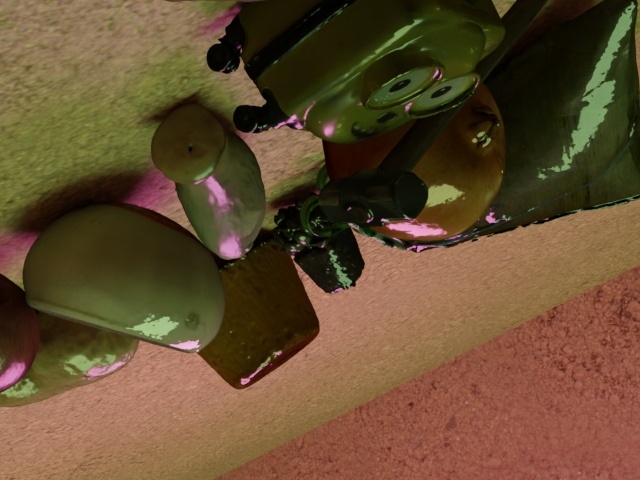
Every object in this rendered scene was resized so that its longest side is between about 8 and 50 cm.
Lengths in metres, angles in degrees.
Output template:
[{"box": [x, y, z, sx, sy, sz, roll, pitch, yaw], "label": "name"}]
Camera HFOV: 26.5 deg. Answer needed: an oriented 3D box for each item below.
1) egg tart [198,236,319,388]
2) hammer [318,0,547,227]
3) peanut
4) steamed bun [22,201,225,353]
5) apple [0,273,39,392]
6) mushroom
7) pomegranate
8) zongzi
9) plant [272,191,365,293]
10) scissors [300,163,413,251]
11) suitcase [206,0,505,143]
[{"box": [-0.102, 0.101, 1.925, 0.215, 0.171, 0.215, -37, 172, -6], "label": "egg tart"}, {"box": [0.137, -0.149, 1.355, 0.111, 0.043, 0.365, -3, -139, 52], "label": "hammer"}, {"box": [-0.363, 0.146, 1.805, 0.253, 0.122, 0.137, -21, 165, 12], "label": "peanut"}, {"box": [-0.215, 0.034, 1.536, 0.231, 0.145, 0.232, 15, 173, 2], "label": "steamed bun"}, {"box": [-0.394, 0.100, 1.546, 0.153, 0.153, 0.120, -5, 139, -48], "label": "apple"}, {"box": [-0.116, -0.069, 1.476, 0.108, 0.096, 0.247, -50, 160, -14], "label": "mushroom"}, {"box": [0.100, -0.105, 1.479, 0.209, 0.209, 0.209, -21, 164, -6], "label": "pomegranate"}, {"box": [0.215, -0.137, 1.619, 0.356, 0.174, 0.393, -18, 155, 6], "label": "zongzi"}, {"box": [0.000, 0.000, 1.808, 0.094, 0.143, 0.092, -18, -151, 40], "label": "plant"}, {"box": [0.061, -0.029, 1.776, 0.204, 0.027, 0.101, 27, 91, -40], "label": "scissors"}, {"box": [0.045, -0.179, 1.252, 0.235, 0.143, 0.194, -33, 162, 28], "label": "suitcase"}]
